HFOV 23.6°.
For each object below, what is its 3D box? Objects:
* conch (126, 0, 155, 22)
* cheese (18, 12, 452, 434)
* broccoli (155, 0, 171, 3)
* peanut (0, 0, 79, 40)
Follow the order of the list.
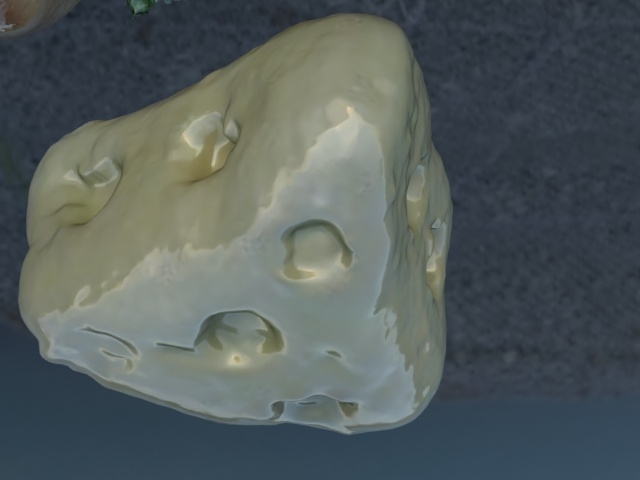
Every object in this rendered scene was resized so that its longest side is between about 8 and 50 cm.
[{"bbox_3d":[-0.090,-0.216,0.847,0.095,0.201,0.079,6,180,29],"label":"conch"},{"bbox_3d":[0.000,0.002,0.853,0.248,0.174,0.251,28,134,-34],"label":"cheese"},{"bbox_3d":[-0.177,-0.444,1.534,0.338,0.277,0.317,-49,137,4],"label":"broccoli"},{"bbox_3d":[-0.180,-0.152,0.877,0.076,0.076,0.152,-26,-175,15],"label":"peanut"}]
